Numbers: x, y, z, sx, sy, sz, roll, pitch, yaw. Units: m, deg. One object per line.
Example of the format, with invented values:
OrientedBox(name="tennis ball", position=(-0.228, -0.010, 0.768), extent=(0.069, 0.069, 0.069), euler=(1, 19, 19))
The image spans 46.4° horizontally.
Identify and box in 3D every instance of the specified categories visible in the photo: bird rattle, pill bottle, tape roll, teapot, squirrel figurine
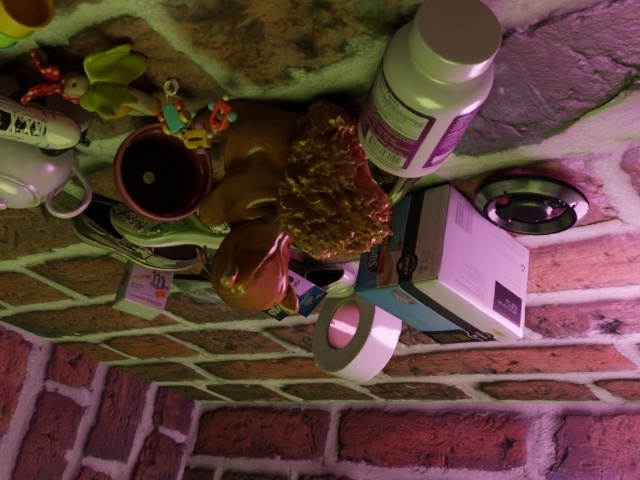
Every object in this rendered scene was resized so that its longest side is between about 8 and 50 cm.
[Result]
OrientedBox(name="bird rattle", position=(-0.420, -0.269, 1.399), extent=(0.253, 0.143, 0.207), euler=(-1, 169, 32))
OrientedBox(name="pill bottle", position=(0.166, -0.235, 1.156), extent=(0.169, 0.169, 0.301), euler=(13, 156, -5))
OrientedBox(name="tape roll", position=(0.098, 0.250, 2.091), extent=(0.100, 0.286, 0.286), euler=(25, 152, -29))
OrientedBox(name="teapot", position=(-0.683, -0.154, 1.676), extent=(0.256, 0.187, 0.252), euler=(-5, 151, 31))
OrientedBox(name="squirrel figurine", position=(-0.070, -0.056, 1.396), extent=(0.397, 0.371, 0.281), euler=(-10, 148, 38))

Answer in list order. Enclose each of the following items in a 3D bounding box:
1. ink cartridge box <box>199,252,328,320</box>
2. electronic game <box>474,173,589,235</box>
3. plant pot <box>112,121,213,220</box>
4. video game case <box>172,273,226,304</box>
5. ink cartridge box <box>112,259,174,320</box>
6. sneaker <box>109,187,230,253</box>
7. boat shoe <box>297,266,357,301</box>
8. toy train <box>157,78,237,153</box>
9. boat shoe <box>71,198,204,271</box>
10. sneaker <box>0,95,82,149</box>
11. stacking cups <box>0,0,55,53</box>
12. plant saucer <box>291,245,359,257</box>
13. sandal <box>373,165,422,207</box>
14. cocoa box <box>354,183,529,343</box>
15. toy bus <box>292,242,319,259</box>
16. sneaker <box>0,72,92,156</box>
OrientedBox(name="ink cartridge box", position=(-0.158, 0.118, 2.051), extent=(0.332, 0.065, 0.165), euler=(29, 140, -5))
OrientedBox(name="electronic game", position=(0.432, -0.072, 1.535), extent=(0.229, 0.048, 0.229), euler=(11, 157, 5))
OrientedBox(name="plant pot", position=(-0.346, -0.137, 1.584), extent=(0.201, 0.201, 0.180), euler=(22, 169, -22))
OrientedBox(name="video game case", position=(-0.326, 0.161, 2.396), extent=(0.274, 0.026, 0.196), euler=(0, 153, 21))
OrientedBox(name="ink cartridge box", position=(-0.523, 0.130, 2.229), extent=(0.128, 0.176, 0.127), euler=(22, 154, -23))
OrientedBox(name="sneaker", position=(-0.326, -0.088, 1.786), extent=(0.410, 0.158, 0.182), euler=(5, 124, 18))
OrientedBox(name="boat shoe", position=(-0.030, 0.122, 2.101), extent=(0.267, 0.096, 0.088), euler=(-5, 147, 30))
OrientedBox(name="toy train", position=(-0.226, -0.233, 1.398), extent=(0.166, 0.125, 0.046), euler=(28, -163, 23))
OrientedBox(name="boat shoe", position=(-0.478, -0.014, 1.956), extent=(0.355, 0.132, 0.130), euler=(14, 156, -9))
OrientedBox(name="sneaker", position=(-0.576, -0.223, 1.415), extent=(0.237, 0.086, 0.085), euler=(16, 111, -14))
OrientedBox(name="stacking cups", position=(-0.575, -0.369, 1.306), extent=(0.096, 0.096, 0.316), euler=(31, 154, -37))
OrientedBox(name="plant saucer", position=(0.000, 0.000, 1.855), extent=(0.199, 0.037, 0.200), euler=(10, 168, 2))
OrientedBox(name="sandal", position=(0.160, -0.147, 1.448), extent=(0.086, 0.120, 0.303), euler=(43, 149, -1))
OrientedBox(name="cocoa box", position=(0.279, 0.069, 1.682), extent=(0.228, 0.232, 0.347), euler=(-12, 147, 42))
OrientedBox(name="toy bus", position=(0.004, -0.063, 1.665), extent=(0.104, 0.202, 0.191), euler=(33, 177, 32))
OrientedBox(name="sneaker", position=(-0.604, -0.249, 1.537), extent=(0.268, 0.101, 0.153), euler=(13, 154, -7))
